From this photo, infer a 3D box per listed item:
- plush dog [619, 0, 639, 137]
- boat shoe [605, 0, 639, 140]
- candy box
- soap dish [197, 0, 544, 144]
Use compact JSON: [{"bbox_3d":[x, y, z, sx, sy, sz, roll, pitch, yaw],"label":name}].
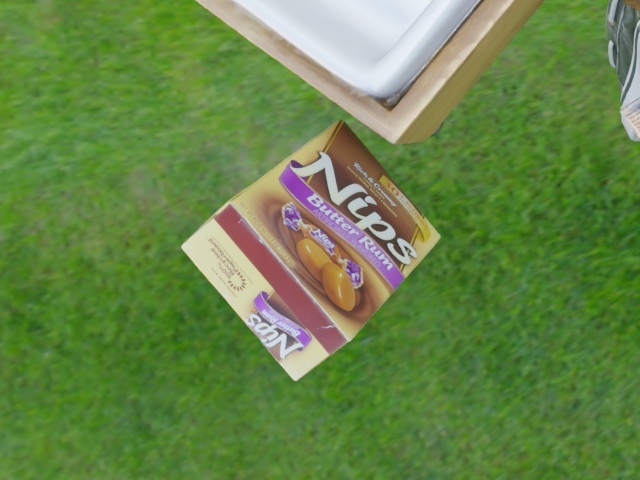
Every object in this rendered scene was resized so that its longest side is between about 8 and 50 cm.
[{"bbox_3d":[0.329,-0.148,0.971,0.210,0.225,0.262,42,139,41],"label":"plush dog"},{"bbox_3d":[0.350,-0.199,1.549,0.121,0.335,0.119,-22,73,2],"label":"boat shoe"},{"bbox_3d":[0.000,0.000,0.978,0.053,0.186,0.109,-40,92,28],"label":"candy box"},{"bbox_3d":[0.067,-0.224,1.029,0.229,0.118,0.291,38,87,28],"label":"soap dish"}]
